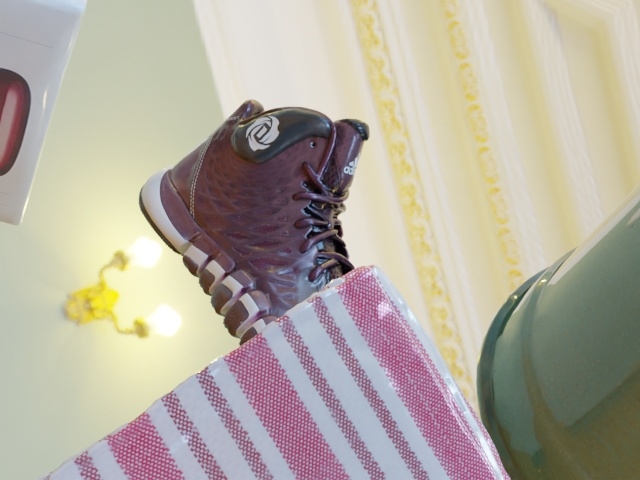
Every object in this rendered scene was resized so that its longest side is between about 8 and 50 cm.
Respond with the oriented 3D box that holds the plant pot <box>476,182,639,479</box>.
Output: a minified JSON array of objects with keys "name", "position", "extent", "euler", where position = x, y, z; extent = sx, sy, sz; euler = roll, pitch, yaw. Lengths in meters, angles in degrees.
[{"name":"plant pot","position":[0.339,0.074,0.751],"extent":[0.341,0.341,0.334],"euler":[49,-27,21]}]

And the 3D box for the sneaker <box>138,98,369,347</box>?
[{"name":"sneaker","position":[0.000,0.000,0.643],"extent":[0.162,0.106,0.281],"euler":[-47,-113,9]}]

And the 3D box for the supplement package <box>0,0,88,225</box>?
[{"name":"supplement package","position":[-0.233,-0.156,0.410],"extent":[0.145,0.262,0.204],"euler":[125,-27,-46]}]

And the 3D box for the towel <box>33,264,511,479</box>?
[{"name":"towel","position":[-0.020,0.115,0.357],"extent":[0.144,0.197,0.029],"euler":[59,-19,-4]}]
